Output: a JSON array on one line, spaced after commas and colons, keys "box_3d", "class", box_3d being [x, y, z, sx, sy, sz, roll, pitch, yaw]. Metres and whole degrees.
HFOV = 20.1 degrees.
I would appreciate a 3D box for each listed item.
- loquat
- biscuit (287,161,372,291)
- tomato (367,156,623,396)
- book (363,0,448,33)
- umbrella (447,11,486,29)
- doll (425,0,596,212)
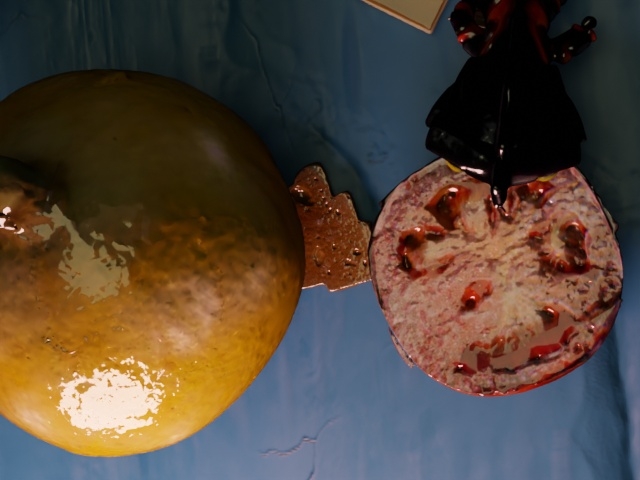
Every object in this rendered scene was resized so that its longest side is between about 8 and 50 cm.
[{"box_3d": [-0.186, 0.005, 1.508, 0.328, 0.359, 0.328, -10, 67, 23], "class": "loquat"}, {"box_3d": [0.000, 0.000, 1.627, 0.130, 0.019, 0.119, 32, 98, 10], "class": "biscuit"}, {"box_3d": [0.154, 0.022, 1.561, 0.225, 0.085, 0.225, 0, 89, 16], "class": "tomato"}, {"box_3d": [0.073, -0.359, 1.599, 0.208, 0.020, 0.295, 27, 97, 11], "class": "book"}, {"box_3d": [0.152, -0.188, 1.588, 0.083, 0.020, 0.031, 10, 55, 12], "class": "umbrella"}, {"box_3d": [0.162, -0.130, 1.509, 0.127, 0.088, 0.248, -14, 52, 28], "class": "doll"}]
